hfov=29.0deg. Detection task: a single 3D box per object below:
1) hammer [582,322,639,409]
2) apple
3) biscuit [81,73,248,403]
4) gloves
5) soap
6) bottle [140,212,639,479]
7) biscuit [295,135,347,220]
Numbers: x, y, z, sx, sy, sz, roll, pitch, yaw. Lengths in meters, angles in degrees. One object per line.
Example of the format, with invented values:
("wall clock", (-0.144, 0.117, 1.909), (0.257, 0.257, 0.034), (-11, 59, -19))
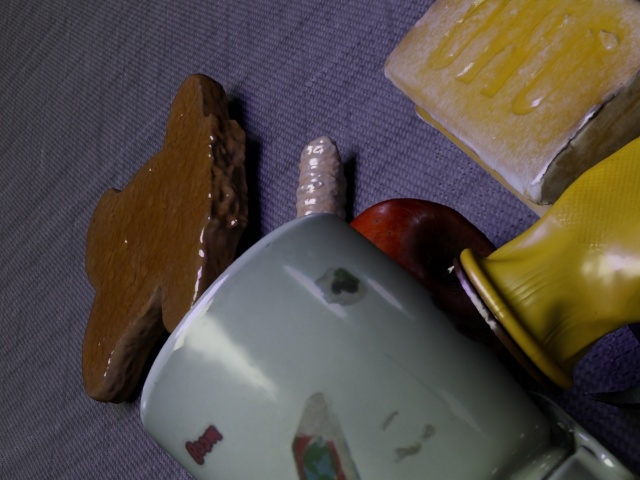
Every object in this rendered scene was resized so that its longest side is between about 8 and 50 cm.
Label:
("hammer", (0.211, 0.014, 0.941), (0.137, 0.037, 0.290), (-56, 34, 22))
("apple", (0.076, 0.053, 1.030), (0.158, 0.156, 0.147), (124, 158, -45))
("biscuit", (-0.196, 0.016, 1.575), (0.394, 0.076, 0.368), (-46, 39, 41))
("gloves", (0.237, -0.033, 0.810), (0.294, 0.116, 0.133), (-39, 69, 12))
("soap", (0.177, -0.132, 0.990), (0.173, 0.089, 0.274), (-48, 33, 5))
("bottle", (0.073, 0.160, 0.847), (0.351, 0.229, 0.229), (38, 112, 17))
("biscuit", (0.000, 0.000, 1.271), (0.061, 0.055, 0.219), (128, 148, -59))
